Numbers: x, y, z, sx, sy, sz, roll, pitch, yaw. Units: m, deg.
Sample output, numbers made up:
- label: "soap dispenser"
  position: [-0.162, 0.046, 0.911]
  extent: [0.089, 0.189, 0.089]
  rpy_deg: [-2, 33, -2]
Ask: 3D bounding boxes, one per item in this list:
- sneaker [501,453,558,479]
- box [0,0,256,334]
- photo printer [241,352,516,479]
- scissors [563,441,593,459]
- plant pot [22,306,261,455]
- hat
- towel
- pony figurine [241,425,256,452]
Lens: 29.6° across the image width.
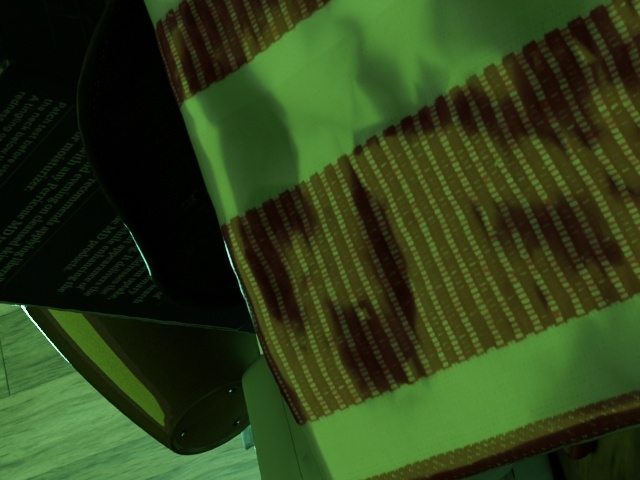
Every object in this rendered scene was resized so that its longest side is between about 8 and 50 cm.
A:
- label: "sneaker"
  position: [0.136, 0.176, 1.163]
  extent: [0.292, 0.118, 0.110]
  rpy_deg: [-109, -2, -68]
- label: "box"
  position: [-0.204, -0.198, 1.124]
  extent: [0.472, 0.297, 0.480]
  rpy_deg: [13, -132, -46]
- label: "photo printer"
  position: [0.059, 0.149, 1.078]
  extent: [0.107, 0.256, 0.307]
  rpy_deg: [50, -174, -22]
- label: "scissors"
  position: [0.155, 0.056, 0.777]
  extent: [0.297, 0.021, 0.109]
  rpy_deg: [75, 178, -62]
- label: "plant pot"
  position: [-0.171, 0.097, 1.307]
  extent: [0.254, 0.237, 0.237]
  rpy_deg: [53, 170, 32]
- label: "hat"
  position: [0.031, -0.090, 0.617]
  extent: [0.134, 0.331, 0.331]
  rpy_deg: [21, 153, 24]
- label: "towel"
  position: [0.020, -0.089, 0.386]
  extent: [0.237, 0.037, 0.329]
  rpy_deg: [-29, 78, 44]
- label: "pony figurine"
  position: [0.037, 0.120, 1.443]
  extent: [0.363, 0.303, 0.351]
  rpy_deg: [45, -176, -33]
